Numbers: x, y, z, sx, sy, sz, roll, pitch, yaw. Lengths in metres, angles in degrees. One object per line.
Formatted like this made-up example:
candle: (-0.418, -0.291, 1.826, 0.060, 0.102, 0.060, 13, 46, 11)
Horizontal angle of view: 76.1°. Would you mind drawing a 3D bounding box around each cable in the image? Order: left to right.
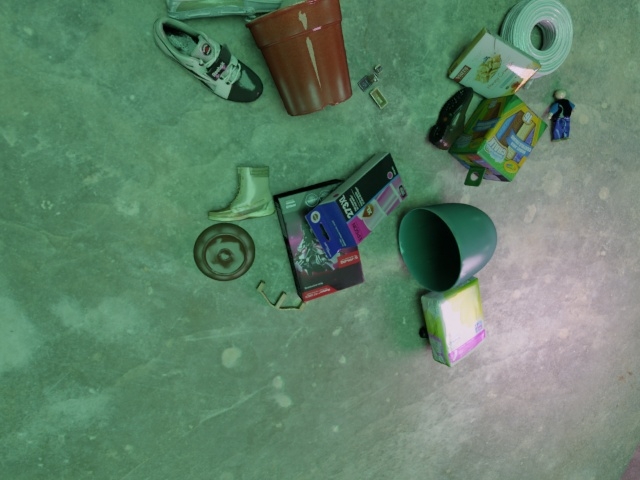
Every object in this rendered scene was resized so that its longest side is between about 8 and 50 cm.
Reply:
cable: (0.738, -0.693, 1.401, 0.257, 0.089, 0.257, 43, 90, -20)

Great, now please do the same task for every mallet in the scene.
mallet: (0.434, 0.291, 1.589, 0.062, 0.039, 0.189, 9, 97, -18)

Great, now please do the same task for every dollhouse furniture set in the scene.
dollhouse furniture set: (0.197, -0.492, 1.306, 0.091, 0.081, 0.114, -43, 110, -2)

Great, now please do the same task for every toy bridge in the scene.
toy bridge: (-0.139, 0.207, 1.413, 0.188, 0.026, 0.063, 30, 96, -20)

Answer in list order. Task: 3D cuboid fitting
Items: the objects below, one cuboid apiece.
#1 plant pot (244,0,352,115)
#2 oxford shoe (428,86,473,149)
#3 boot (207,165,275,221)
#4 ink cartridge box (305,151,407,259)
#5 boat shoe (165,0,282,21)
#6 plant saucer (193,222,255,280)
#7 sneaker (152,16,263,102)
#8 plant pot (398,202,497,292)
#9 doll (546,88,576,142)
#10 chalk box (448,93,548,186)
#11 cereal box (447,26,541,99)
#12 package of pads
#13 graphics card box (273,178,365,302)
plant pot: (-0.037, -0.513, 1.157, 0.273, 0.272, 0.265, -24, 116, -9)
oxford shoe: (0.462, -0.417, 1.408, 0.096, 0.083, 0.227, 25, 98, -36)
boot: (-0.253, -0.147, 1.270, 0.213, 0.077, 0.165, -10, 106, -18)
ink cartridge box: (0.127, -0.114, 1.311, 0.371, 0.069, 0.175, -42, 119, -24)
boat shoe: (-0.264, -0.666, 1.134, 0.321, 0.103, 0.118, -9, 61, -16)
plant saucer: (-0.309, 0.043, 1.323, 0.199, 0.036, 0.198, -3, 104, -14)
sneaker: (-0.308, -0.494, 1.137, 0.331, 0.146, 0.122, 25, 94, -21)
plant pot: (0.453, 0.001, 1.399, 0.235, 0.293, 0.292, -18, 108, -25)
doll: (0.895, -0.465, 1.523, 0.129, 0.046, 0.188, -13, 107, -13)
chalk box: (0.584, -0.320, 1.403, 0.179, 0.180, 0.289, 32, 92, -20)
cereal box: (0.574, -0.570, 1.357, 0.240, 0.047, 0.173, 18, 141, -19)
package of pads: (0.507, 0.304, 1.551, 0.229, 0.101, 0.296, -22, 108, -26)
graphics card box: (0.000, 0.000, 1.365, 0.233, 0.094, 0.370, -16, 106, -13)
